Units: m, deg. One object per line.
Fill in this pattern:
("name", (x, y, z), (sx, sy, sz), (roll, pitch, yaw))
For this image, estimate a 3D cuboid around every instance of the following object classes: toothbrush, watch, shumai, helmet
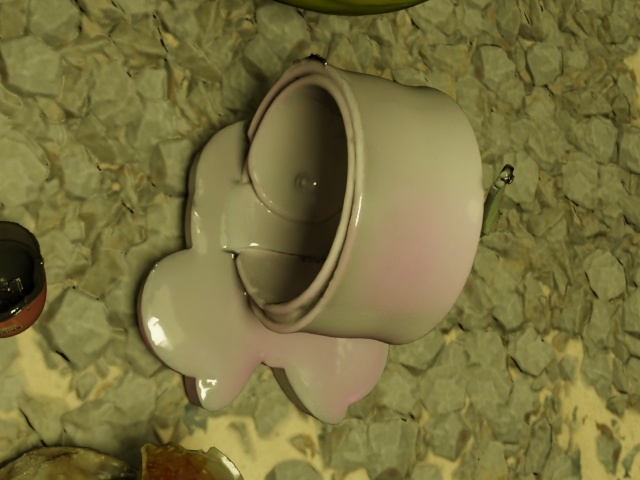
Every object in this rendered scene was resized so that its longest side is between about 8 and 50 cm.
("toothbrush", (0.128, -0.022, 0.875), (0.028, 0.294, 0.026), (33, 86, 4))
("watch", (0.000, 0.000, 0.813), (0.211, 0.217, 0.248), (10, 76, -29))
("shumai", (-0.123, 0.219, 0.747), (0.209, 0.153, 0.161), (49, 54, -10))
("helmet", (-0.216, 0.033, 0.778), (0.065, 0.049, 0.084), (-7, 54, -1))

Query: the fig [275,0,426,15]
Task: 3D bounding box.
("fig", (-0.006, -0.326, 0.822), (0.343, 0.343, 0.343), (6, 78, -30))
